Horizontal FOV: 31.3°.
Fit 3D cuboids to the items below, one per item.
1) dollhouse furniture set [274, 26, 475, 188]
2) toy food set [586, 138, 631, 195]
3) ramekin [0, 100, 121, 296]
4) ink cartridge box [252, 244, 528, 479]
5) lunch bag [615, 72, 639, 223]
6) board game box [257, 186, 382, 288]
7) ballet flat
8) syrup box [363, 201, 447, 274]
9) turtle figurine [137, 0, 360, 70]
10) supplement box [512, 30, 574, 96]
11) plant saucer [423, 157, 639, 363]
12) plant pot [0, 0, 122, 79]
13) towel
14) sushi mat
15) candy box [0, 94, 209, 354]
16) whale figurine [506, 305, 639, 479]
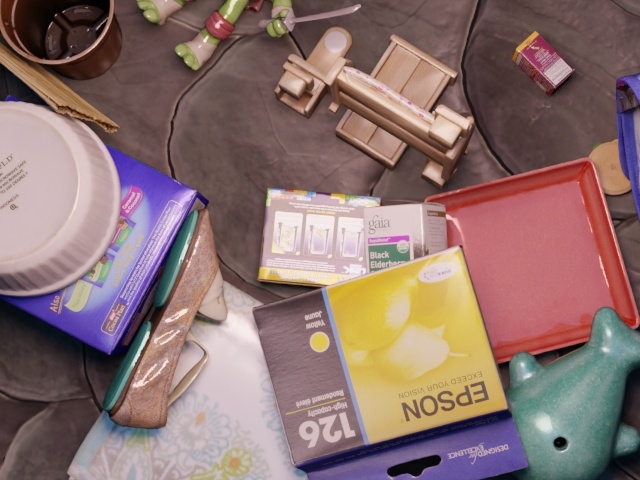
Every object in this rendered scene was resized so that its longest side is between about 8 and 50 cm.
[{"bbox_3d":[0.091,-0.236,1.558,0.303,0.355,0.173,32,84,7],"label":"dollhouse furniture set"},{"bbox_3d":[0.433,-0.108,1.696,0.083,0.020,0.083,-16,82,0],"label":"toy food set"},{"bbox_3d":[-0.413,-0.063,1.546,0.273,0.127,0.272,0,82,2],"label":"ramekin"},{"bbox_3d":[0.089,0.196,1.535,0.304,0.072,0.307,-18,82,12],"label":"ink cartridge box"},{"bbox_3d":[0.607,-0.086,1.579,0.328,0.239,0.385,-17,92,-3],"label":"lunch bag"},{"bbox_3d":[0.000,0.000,1.684,0.170,0.048,0.141,6,84,3],"label":"board game box"},{"bbox_3d":[-0.192,0.113,1.572,0.106,0.107,0.315,25,88,-17],"label":"ballet flat"},{"bbox_3d":[0.125,0.067,1.621,0.093,0.096,0.236,-4,89,28],"label":"syrup box"},{"bbox_3d":[-0.129,-0.375,1.648,0.266,0.198,0.274,-39,40,14],"label":"turtle figurine"},{"bbox_3d":[0.331,-0.263,1.704,0.043,0.055,0.083,-43,84,-4],"label":"supplement box"},{"bbox_3d":[0.303,0.034,1.668,0.259,0.048,0.259,-14,83,0],"label":"plant saucer"},{"bbox_3d":[-0.369,-0.316,1.682,0.167,0.165,0.166,0,81,2],"label":"plant pot"},{"bbox_3d":[-0.143,0.272,1.635,0.321,0.090,0.374,31,84,3],"label":"towel"},{"bbox_3d":[-0.431,-0.253,1.643,0.316,0.151,0.019,38,96,23],"label":"sushi mat"},{"bbox_3d":[-0.368,-0.021,1.664,0.317,0.122,0.268,28,85,5],"label":"candy box"},{"bbox_3d":[0.355,0.226,1.577,0.216,0.141,0.272,38,97,4],"label":"whale figurine"}]
